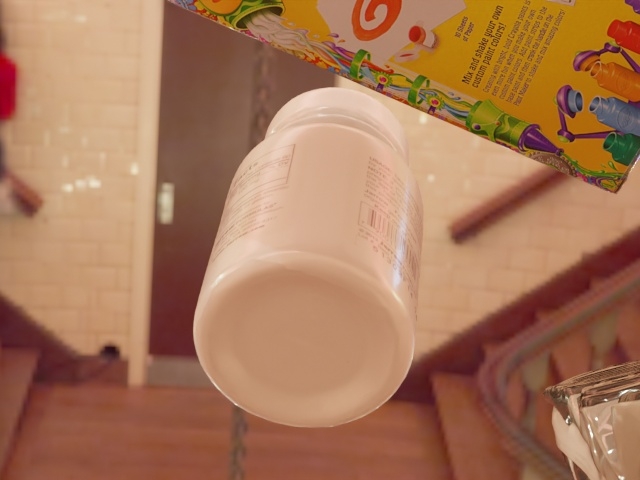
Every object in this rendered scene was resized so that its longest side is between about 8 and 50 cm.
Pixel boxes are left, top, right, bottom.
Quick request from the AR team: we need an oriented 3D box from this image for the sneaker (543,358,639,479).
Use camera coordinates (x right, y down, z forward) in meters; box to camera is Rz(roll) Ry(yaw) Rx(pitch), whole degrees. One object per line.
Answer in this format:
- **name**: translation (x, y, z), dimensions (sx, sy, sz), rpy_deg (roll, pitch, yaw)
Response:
- **sneaker**: translation (0.163, 0.113, 0.618), dimensions (0.122, 0.146, 0.330), rpy_deg (-17, -4, 12)

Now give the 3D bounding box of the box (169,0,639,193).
- **box**: translation (0.098, -0.221, 0.799), dimensions (0.279, 0.290, 0.177), rpy_deg (24, 51, 1)

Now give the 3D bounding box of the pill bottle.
- **pill bottle**: translation (0.000, 0.000, 0.985), dimensions (0.131, 0.131, 0.229), rpy_deg (6, 34, 3)
